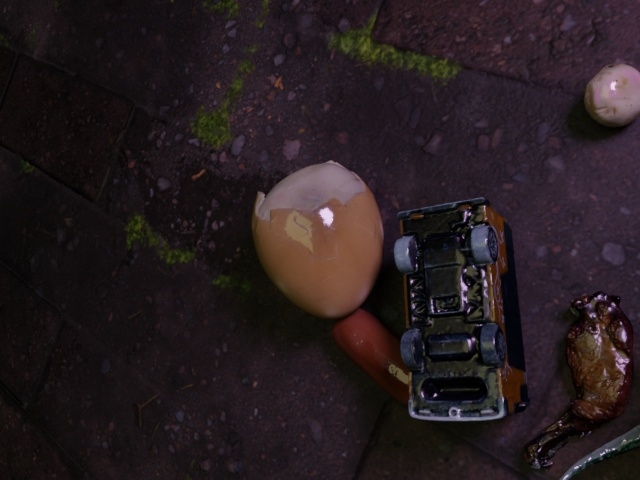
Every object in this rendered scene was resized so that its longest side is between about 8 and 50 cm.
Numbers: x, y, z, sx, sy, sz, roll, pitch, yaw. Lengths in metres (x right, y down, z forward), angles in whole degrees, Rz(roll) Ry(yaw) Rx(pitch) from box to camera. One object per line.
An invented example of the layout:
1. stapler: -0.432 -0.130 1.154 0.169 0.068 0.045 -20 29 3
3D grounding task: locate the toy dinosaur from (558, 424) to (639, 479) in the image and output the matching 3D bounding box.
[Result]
1. toy dinosaur: 0.420 0.151 0.731 0.383 0.076 0.129 -32 65 15

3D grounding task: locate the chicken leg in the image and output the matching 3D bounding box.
1. chicken leg: 0.342 0.190 0.800 0.106 0.051 0.253 23 96 38

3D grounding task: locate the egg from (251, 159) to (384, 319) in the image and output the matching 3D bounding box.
1. egg: 0.000 0.000 0.949 0.201 0.201 0.244 -19 83 28

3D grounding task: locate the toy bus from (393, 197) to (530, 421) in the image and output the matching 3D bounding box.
1. toy bus: 0.194 0.100 0.837 0.138 0.167 0.275 -10 73 30

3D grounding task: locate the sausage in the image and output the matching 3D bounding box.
1. sausage: 0.094 0.175 0.940 0.194 0.077 0.077 40 103 31

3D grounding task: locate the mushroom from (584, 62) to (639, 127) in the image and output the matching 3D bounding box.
1. mushroom: 0.390 -0.191 0.818 0.083 0.067 0.084 0 91 -4
